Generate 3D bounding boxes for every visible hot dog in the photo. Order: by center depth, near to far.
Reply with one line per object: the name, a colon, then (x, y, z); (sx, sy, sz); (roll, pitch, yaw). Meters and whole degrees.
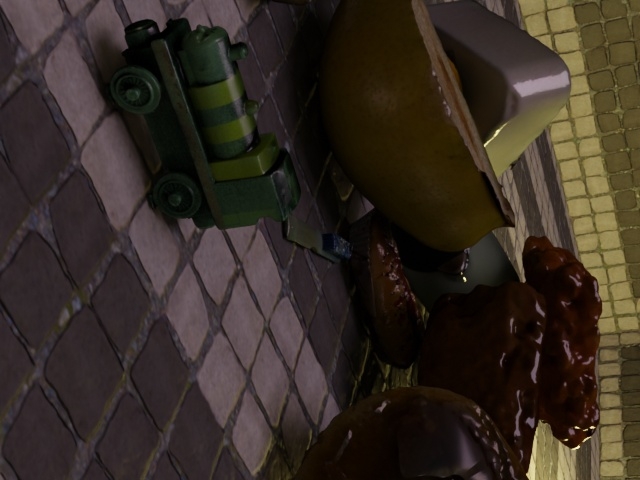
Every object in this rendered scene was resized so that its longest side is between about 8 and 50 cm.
hot dog: (0.095, 0.074, 1.468); (0.131, 0.069, 0.253); (-69, 146, -57)

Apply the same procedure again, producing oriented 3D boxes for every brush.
brush: (-0.001, 0.000, 1.308); (0.178, 0.030, 0.033); (28, 66, -66)

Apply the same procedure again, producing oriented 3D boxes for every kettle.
kettle: (0.202, 0.020, 1.690); (0.255, 0.165, 0.240); (47, 10, -52)

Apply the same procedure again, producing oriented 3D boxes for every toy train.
toy train: (-0.104, -0.106, 0.928); (0.083, 0.132, 0.200); (-69, 147, -55)

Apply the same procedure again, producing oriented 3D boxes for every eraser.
eraser: (0.249, -0.277, 1.788); (0.331, 0.149, 0.332); (40, -43, 53)

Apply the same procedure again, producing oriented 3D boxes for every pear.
pear: (0.109, -0.160, 1.417); (0.340, 0.191, 0.387); (12, 58, -73)

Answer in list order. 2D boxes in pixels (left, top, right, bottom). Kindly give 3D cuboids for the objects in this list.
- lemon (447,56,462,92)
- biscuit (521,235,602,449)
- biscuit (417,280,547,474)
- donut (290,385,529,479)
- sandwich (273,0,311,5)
lemon: (0.160, -0.228, 1.664); (0.142, 0.142, 0.187); (9, 75, -69)
biscuit: (0.388, 0.163, 1.686); (0.312, 0.110, 0.318); (-61, 149, -81)
biscuit: (0.214, 0.257, 1.454); (0.395, 0.166, 0.343); (72, 29, -68)
donut: (0.102, 0.332, 1.128); (0.160, 0.329, 0.330); (124, -34, -68)
sandwich: (-0.027, -0.373, 1.299); (0.094, 0.096, 0.258); (63, 28, -26)
